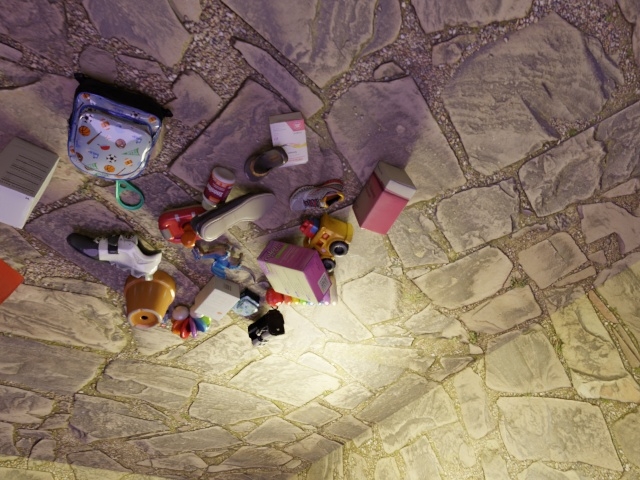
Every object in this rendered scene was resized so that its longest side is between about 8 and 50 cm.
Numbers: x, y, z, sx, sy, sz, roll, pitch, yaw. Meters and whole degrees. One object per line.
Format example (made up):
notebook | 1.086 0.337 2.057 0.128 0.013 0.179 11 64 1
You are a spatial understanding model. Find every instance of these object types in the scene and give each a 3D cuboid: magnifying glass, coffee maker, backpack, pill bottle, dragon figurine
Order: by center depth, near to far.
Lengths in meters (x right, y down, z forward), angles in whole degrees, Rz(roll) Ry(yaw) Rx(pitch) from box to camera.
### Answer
backpack | -0.621 -0.308 1.228 0.276 0.213 0.263 17 131 -26
magnifying glass | -0.689 -0.200 1.417 0.092 0.026 0.231 -12 130 -3
pill bottle | -0.370 -0.179 1.466 0.086 0.086 0.152 18 124 -25
dragon figurine | -0.398 0.094 1.690 0.144 0.085 0.289 -31 125 16
backpack | -0.348 0.295 1.875 0.114 0.084 0.105 -33 127 18
coffee maker | -0.258 0.408 1.965 0.120 0.171 0.178 31 134 -25

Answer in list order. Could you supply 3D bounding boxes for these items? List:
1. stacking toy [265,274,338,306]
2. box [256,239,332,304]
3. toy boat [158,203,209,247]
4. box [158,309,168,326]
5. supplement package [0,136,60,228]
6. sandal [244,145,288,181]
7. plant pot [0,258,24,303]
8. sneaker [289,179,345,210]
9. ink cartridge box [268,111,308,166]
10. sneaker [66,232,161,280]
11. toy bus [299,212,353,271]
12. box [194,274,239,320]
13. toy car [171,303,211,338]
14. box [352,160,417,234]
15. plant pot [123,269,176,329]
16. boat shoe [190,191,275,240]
stacking toy | -0.089 0.243 1.877 0.330 0.141 0.141 -5 131 0
box | -0.105 0.130 1.686 0.242 0.117 0.214 11 141 33
toy boat | -0.480 -0.036 1.514 0.230 0.151 0.151 -11 137 -3
box | -0.769 0.352 1.863 0.136 0.027 0.094 9 126 -20
supplement package | -0.916 -0.178 1.236 0.133 0.244 0.139 26 119 -30
sandal | -0.198 -0.256 1.409 0.219 0.060 0.090 -13 120 42
plant pot | -1.311 0.181 1.456 0.267 0.236 0.267 -21 131 5
sneaker | -0.014 -0.163 1.559 0.225 0.093 0.088 -19 131 4
ink cartridge box | -0.106 -0.331 1.411 0.115 0.067 0.198 -10 132 -4
sneaker | -0.764 0.021 1.542 0.330 0.122 0.146 27 101 -29
toy bus | 0.000 0.000 1.678 0.211 0.150 0.220 26 123 -15
box | -0.459 0.256 1.811 0.130 0.091 0.170 30 117 -32
toy car | -0.588 0.382 1.858 0.181 0.136 0.159 -6 130 -8
box | 0.240 -0.162 1.581 0.126 0.149 0.232 15 124 -23
plant pot | -0.712 0.254 1.687 0.205 0.188 0.205 -7 131 -8
boat shoe | -0.314 -0.111 1.482 0.335 0.095 0.112 -32 142 -36
